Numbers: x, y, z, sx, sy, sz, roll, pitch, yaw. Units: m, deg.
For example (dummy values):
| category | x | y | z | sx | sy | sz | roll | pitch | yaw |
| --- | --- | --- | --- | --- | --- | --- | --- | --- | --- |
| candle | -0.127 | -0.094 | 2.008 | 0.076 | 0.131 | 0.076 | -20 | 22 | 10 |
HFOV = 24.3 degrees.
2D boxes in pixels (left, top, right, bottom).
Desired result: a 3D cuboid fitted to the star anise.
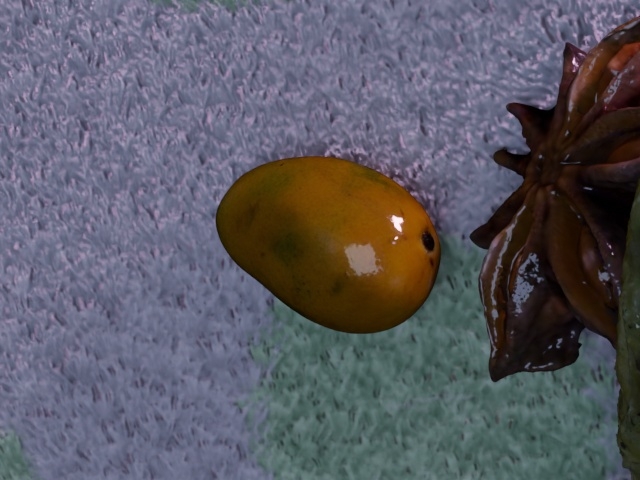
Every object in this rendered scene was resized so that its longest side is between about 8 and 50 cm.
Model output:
| category | x | y | z | sx | sy | sz | roll | pitch | yaw |
| --- | --- | --- | --- | --- | --- | --- | --- | --- | --- |
| star anise | 0.181 | -0.025 | 0.894 | 0.220 | 0.099 | 0.214 | -38 | 50 | 44 |

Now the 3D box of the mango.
| category | x | y | z | sx | sy | sz | roll | pitch | yaw |
| --- | --- | --- | --- | --- | --- | --- | --- | --- | --- |
| mango | 0.004 | -0.003 | 0.991 | 0.163 | 0.089 | 0.111 | 34 | 111 | 20 |

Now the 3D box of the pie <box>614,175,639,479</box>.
| category | x | y | z | sx | sy | sz | roll | pitch | yaw |
| --- | --- | --- | --- | --- | --- | --- | --- | --- | --- |
| pie | 0.266 | 0.011 | 0.817 | 0.070 | 0.323 | 0.323 | 31 | 113 | 47 |
